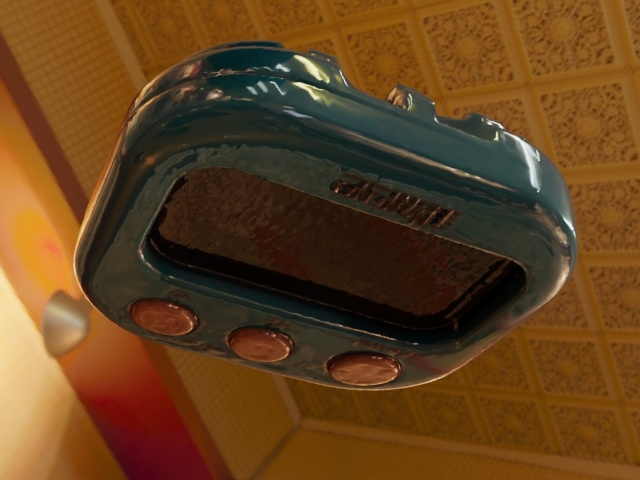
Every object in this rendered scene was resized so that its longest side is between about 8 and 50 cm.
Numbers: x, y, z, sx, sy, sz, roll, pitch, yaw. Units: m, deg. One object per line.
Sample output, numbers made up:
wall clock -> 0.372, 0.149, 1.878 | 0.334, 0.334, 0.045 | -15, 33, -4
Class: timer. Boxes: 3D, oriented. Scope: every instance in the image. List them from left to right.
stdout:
timer -> 0.000, 0.000, 0.656 | 0.340, 0.115, 0.309 | 17, -37, -19
